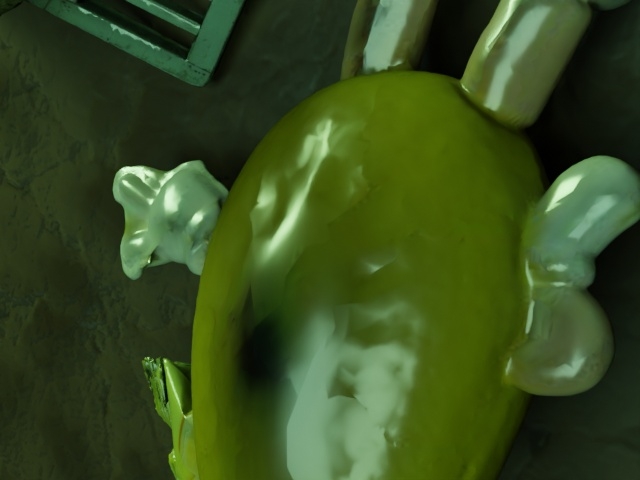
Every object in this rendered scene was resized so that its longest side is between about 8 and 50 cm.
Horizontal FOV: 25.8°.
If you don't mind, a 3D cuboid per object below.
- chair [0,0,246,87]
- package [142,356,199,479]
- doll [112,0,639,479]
[{"bbox_3d":[-0.184,-0.182,0.813,0.270,0.147,0.136,31,124,3],"label":"chair"},{"bbox_3d":[-0.011,0.152,0.873,0.226,0.090,0.168,-3,102,27],"label":"package"},{"bbox_3d":[0.024,-0.023,0.745,0.423,0.161,0.348,-51,50,20],"label":"doll"}]
